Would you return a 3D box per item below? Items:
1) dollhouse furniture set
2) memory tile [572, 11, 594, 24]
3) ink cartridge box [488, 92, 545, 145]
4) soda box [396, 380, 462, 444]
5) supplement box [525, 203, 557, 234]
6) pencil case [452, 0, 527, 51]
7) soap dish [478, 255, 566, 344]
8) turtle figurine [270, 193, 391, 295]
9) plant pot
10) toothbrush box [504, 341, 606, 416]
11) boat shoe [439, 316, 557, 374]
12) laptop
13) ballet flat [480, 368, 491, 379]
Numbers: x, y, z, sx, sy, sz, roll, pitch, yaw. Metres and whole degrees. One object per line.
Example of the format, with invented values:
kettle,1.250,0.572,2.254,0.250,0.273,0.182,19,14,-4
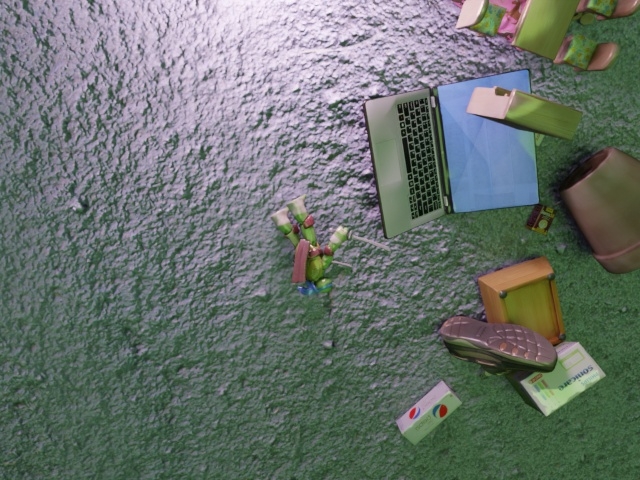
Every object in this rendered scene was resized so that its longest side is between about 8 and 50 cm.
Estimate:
dollhouse furniture set,0.524,-0.462,1.161,0.363,0.256,0.393,15,107,-10
memory tile,0.718,-0.665,1.376,0.148,0.113,0.012,16,60,-10
ink cartridge box,0.577,-0.367,1.442,0.175,0.072,0.127,22,100,-11
soda box,0.361,0.574,1.655,0.216,0.069,0.074,-44,106,5
supplement box,0.689,-0.066,1.548,0.055,0.043,0.083,19,100,-10
pencil case,0.461,-0.667,1.306,0.386,0.167,0.160,31,87,-15
soap dish,0.647,0.221,1.577,0.229,0.118,0.290,-18,105,-2
turtle figurine,0.000,0.000,1.421,0.275,0.198,0.266,-31,90,-10
plant pot,0.873,-0.112,1.449,0.323,0.323,0.280,-45,88,5
toothbrush box,0.714,0.419,1.542,0.206,0.283,0.122,-36,76,3
boat shoe,0.539,0.331,1.510,0.132,0.356,0.130,-38,123,-33
laptop,0.366,-0.232,1.355,0.408,0.236,0.381,-21,108,-33
ballet flat,0.571,0.422,1.658,0.041,0.041,0.114,25,100,-13
